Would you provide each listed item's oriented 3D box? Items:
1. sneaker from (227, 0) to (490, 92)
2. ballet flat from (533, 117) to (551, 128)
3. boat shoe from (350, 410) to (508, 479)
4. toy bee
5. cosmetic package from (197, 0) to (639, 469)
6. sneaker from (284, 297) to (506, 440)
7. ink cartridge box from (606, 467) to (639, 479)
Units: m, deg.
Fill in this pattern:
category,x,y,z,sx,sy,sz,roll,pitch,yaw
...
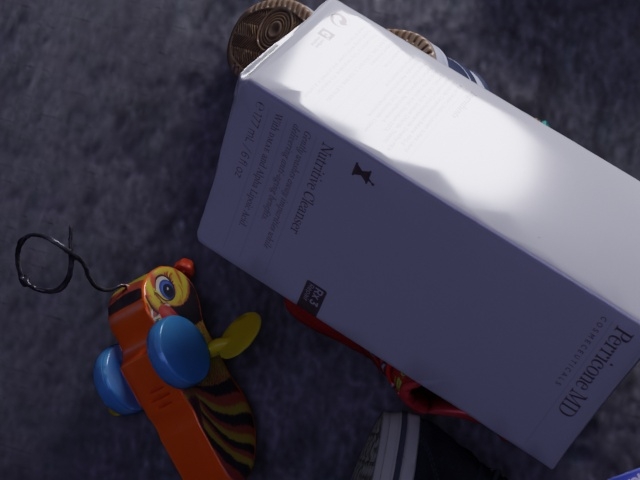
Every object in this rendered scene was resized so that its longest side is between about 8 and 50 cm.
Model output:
category,x,y,z,sx,sy,sz,roll,pitch,yaw
sneaker,0.041,-0.158,1.321,0.282,0.153,0.099,20,89,42
ballet flat,0.210,-0.001,1.272,0.073,0.080,0.232,-16,80,19
boat shoe,0.076,0.345,1.093,0.156,0.500,0.187,22,126,-4
toy bee,-0.142,0.090,1.294,0.195,0.162,0.298,-5,113,25
cosmetic package,0.105,-0.006,1.140,0.385,0.217,0.156,32,48,11
sneaker,0.086,0.099,1.242,0.279,0.118,0.107,22,130,13
ink cartridge box,0.392,0.326,1.164,0.185,0.065,0.311,-23,78,11
